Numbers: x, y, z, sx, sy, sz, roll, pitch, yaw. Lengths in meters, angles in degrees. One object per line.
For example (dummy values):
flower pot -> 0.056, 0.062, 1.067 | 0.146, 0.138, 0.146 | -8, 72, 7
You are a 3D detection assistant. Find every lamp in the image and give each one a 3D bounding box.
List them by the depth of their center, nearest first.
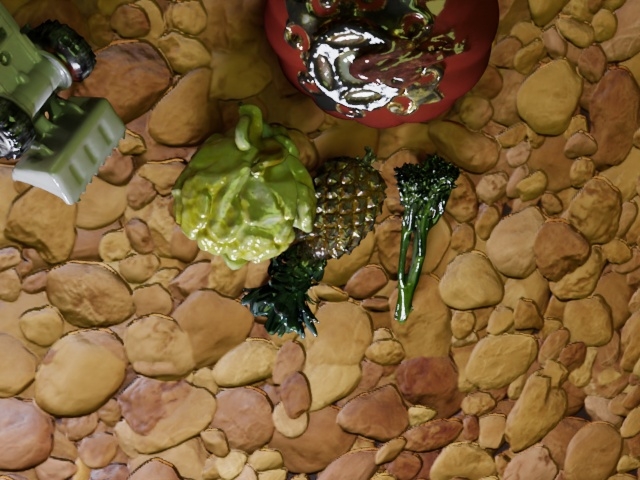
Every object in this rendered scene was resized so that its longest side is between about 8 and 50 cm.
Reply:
lamp -> 0.055, -0.210, 1.137 | 0.227, 0.227, 0.226 | -8, 110, -22

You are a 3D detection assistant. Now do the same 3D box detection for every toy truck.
toy truck -> -0.294, -0.162, 1.054 | 0.285, 0.111, 0.136 | 56, 51, -36

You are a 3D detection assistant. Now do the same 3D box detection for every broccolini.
broccolini -> 0.101, -0.002, 1.338 | 0.074, 0.058, 0.201 | 7, 120, -12

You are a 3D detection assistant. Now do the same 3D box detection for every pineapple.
pineapple -> 0.000, 0.001, 1.249 | 0.083, 0.103, 0.221 | 29, 93, -30

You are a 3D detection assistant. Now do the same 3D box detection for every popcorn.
popcorn -> -0.076, -0.045, 1.180 | 0.136, 0.141, 0.162 | -16, 152, -22
